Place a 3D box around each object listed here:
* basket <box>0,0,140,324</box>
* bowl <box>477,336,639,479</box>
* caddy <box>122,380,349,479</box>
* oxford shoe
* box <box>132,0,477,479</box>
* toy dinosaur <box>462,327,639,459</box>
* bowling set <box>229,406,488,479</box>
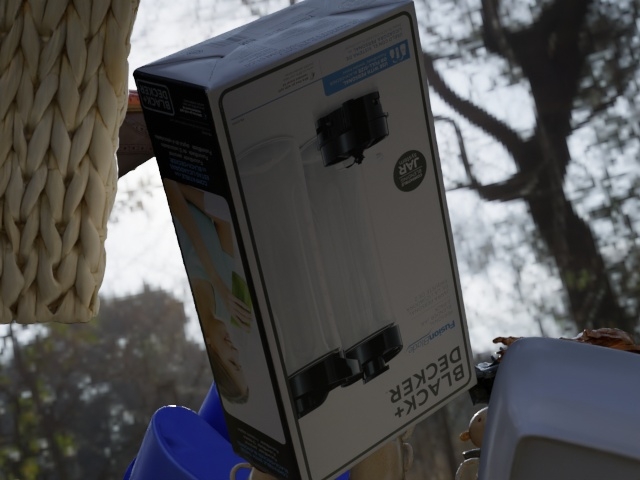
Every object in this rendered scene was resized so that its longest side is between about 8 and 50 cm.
[{"bbox_3d":[-0.303,-0.138,0.913,0.266,0.331,0.328,-1,23,-25],"label":"basket"},{"bbox_3d":[0.143,0.128,0.629,0.142,0.142,0.053,13,28,18],"label":"bowl"},{"bbox_3d":[-0.066,0.308,1.445,0.241,0.341,0.179,-27,-38,-50],"label":"caddy"},{"bbox_3d":[-0.271,-0.130,1.647,0.363,0.133,0.130,-1,9,-37],"label":"oxford shoe"},{"bbox_3d":[0.000,0.000,0.842,0.169,0.290,0.087,-27,29,-31],"label":"box"},{"bbox_3d":[0.248,0.140,1.216,0.218,0.164,0.322,-27,-55,26],"label":"toy dinosaur"},{"bbox_3d":[0.021,0.155,1.039,0.287,0.154,0.200,-10,-44,21],"label":"bowling set"}]
